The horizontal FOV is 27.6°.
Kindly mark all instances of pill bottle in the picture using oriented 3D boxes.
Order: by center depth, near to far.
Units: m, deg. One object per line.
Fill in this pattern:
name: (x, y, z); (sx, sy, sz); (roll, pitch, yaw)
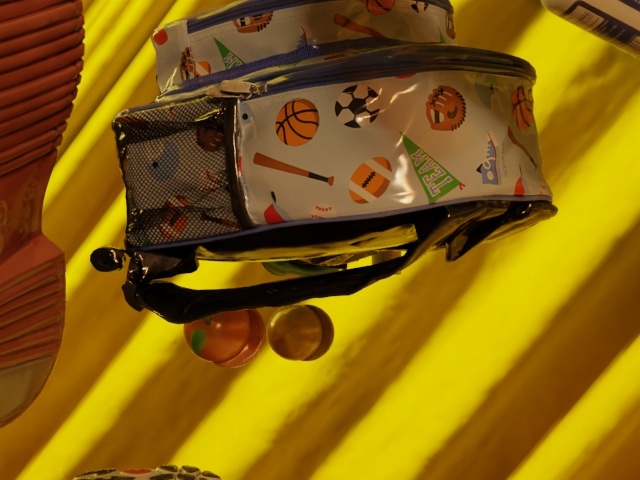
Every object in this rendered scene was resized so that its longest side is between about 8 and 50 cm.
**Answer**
pill bottle: (0.190, -0.172, 0.872); (0.120, 0.067, 0.067); (25, -169, -11)

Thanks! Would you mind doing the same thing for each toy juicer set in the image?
toy juicer set: (0.000, 0.000, 1.182); (0.089, 0.329, 0.209); (0, 111, 51)

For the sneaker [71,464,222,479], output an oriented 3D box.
sneaker: (-0.168, 0.266, 1.304); (0.170, 0.071, 0.068); (-1, -169, 1)

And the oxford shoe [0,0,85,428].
oxford shoe: (-0.250, -0.068, 0.832); (0.147, 0.397, 0.140); (21, -156, 26)

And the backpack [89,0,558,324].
backpack: (0.021, -0.067, 0.894); (0.263, 0.213, 0.276); (0, -173, 34)
